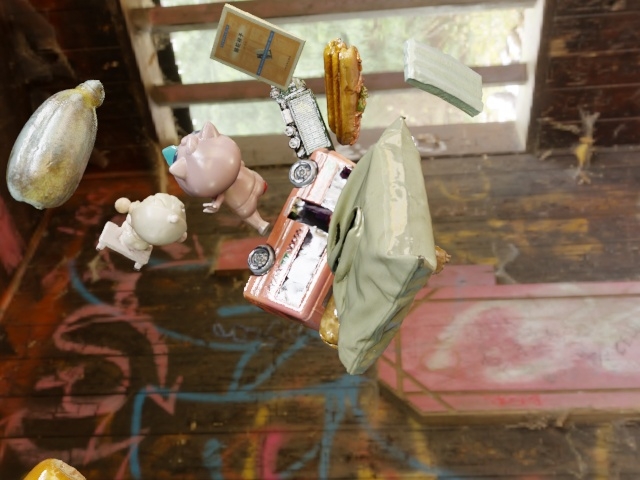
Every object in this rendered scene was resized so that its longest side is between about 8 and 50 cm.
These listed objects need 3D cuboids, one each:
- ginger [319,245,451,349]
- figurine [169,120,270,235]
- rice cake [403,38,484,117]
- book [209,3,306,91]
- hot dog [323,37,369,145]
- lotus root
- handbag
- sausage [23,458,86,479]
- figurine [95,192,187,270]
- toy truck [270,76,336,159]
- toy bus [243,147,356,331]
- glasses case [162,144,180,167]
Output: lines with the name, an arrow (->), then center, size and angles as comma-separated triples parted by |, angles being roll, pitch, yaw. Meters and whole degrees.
ginger -> 0.107, 0.089, 1.368 | 0.309, 0.107, 0.133 | -50, 32, 24
figurine -> -0.222, -0.133, 1.543 | 0.287, 0.186, 0.176 | 34, -102, -44
rice cake -> 0.299, -0.395, 1.664 | 0.043, 0.237, 0.127 | -29, 50, 51
book -> -0.178, -0.538, 1.934 | 0.018, 0.242, 0.170 | -74, 8, -53
hot dog -> 0.084, -0.468, 2.186 | 0.158, 0.117, 0.349 | -118, 17, -50
lotus root -> -0.570, -0.222, 1.487 | 0.140, 0.158, 0.322 | 32, -108, -45
handbag -> 0.076, 0.004, 0.984 | 0.316, 0.109, 0.253 | -93, 19, -46
sausage -> -0.482, 0.484, 1.096 | 0.274, 0.105, 0.105 | -57, -16, -15
figurine -> -0.425, -0.036, 1.685 | 0.182, 0.257, 0.144 | 48, -138, -11
toy truck -> -0.057, -0.369, 2.068 | 0.088, 0.121, 0.259 | 30, -141, -75
toy bus -> 0.000, 0.000, 1.705 | 0.427, 0.233, 0.203 | -64, -28, -10
glasses case -> -0.340, -0.216, 1.984 | 0.117, 0.070, 0.301 | 61, -164, 2
